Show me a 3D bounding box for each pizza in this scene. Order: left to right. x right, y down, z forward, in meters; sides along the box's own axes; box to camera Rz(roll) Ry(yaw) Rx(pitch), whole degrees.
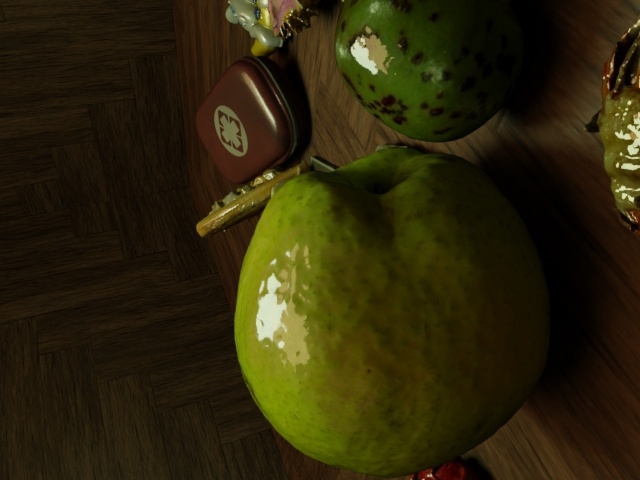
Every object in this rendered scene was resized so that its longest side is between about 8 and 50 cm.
[{"bbox_3d":[-0.155,-0.114,1.340,0.089,0.323,0.223,61,-166,-2],"label":"pizza"}]

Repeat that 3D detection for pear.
[{"bbox_3d":[0.081,0.070,0.639,0.391,0.391,0.391,167,90,-71],"label":"pear"}]

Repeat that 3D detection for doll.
[{"bbox_3d":[-0.150,-0.545,1.252,0.252,0.111,0.237,58,156,23],"label":"doll"}]

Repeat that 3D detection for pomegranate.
[{"bbox_3d":[0.131,-0.223,0.561,0.263,0.211,0.211,-45,56,39],"label":"pomegranate"}]

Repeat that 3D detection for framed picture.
[{"bbox_3d":[0.028,-0.096,1.188,0.203,0.015,0.150,-140,41,-59],"label":"framed picture"}]

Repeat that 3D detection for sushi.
[{"bbox_3d":[0.265,-0.077,0.415,0.097,0.103,0.226,4,105,42],"label":"sushi"}]

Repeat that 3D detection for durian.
[{"bbox_3d":[-0.047,-0.521,0.995,0.191,0.112,0.341,113,149,-74],"label":"durian"}]

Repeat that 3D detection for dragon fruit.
[{"bbox_3d":[0.208,0.411,0.856,0.142,0.130,0.121,33,143,3],"label":"dragon fruit"}]

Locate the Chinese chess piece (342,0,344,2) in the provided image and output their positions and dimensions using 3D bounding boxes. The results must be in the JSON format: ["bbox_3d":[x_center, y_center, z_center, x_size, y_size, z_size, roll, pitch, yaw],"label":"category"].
[{"bbox_3d":[0.064,-0.420,0.821,0.122,0.051,0.122,168,90,-69],"label":"Chinese chess piece"}]

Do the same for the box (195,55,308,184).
[{"bbox_3d":[-0.186,-0.291,1.357,0.263,0.108,0.404,60,147,-5],"label":"box"}]

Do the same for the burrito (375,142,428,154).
[{"bbox_3d":[0.134,-0.117,0.830,0.188,0.045,0.058,-142,49,-64],"label":"burrito"}]

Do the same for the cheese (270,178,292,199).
[{"bbox_3d":[-0.058,-0.060,1.237,0.167,0.123,0.093,105,170,-58],"label":"cheese"}]
